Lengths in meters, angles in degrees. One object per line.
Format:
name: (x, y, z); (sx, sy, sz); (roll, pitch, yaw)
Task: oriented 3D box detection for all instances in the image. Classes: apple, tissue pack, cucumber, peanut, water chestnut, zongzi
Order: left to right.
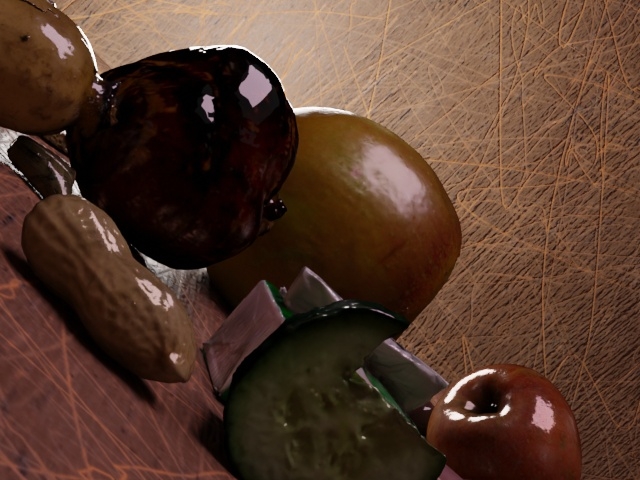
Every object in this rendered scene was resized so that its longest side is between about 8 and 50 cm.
zongzi: (-0.287, -0.064, 1.213); (0.076, 0.040, 0.083); (36, 24, -24)
peanut: (-0.165, 0.041, 0.948); (0.187, 0.082, 0.082); (46, 3, 14)
water chestnut: (-0.157, -0.094, 1.395); (0.289, 0.289, 0.244); (-130, -154, -61)
apple: (0.000, 0.000, 1.675); (0.374, 0.374, 0.384); (45, -27, 0)
cucumber: (0.007, 0.149, 1.004); (0.191, 0.191, 0.130); (45, 4, 1)
tissue pack: (0.009, 0.140, 1.209); (0.209, 0.156, 0.148); (42, 1, -18)
apple: (0.288, 0.319, 1.817); (0.253, 0.253, 0.253); (44, 3, -3)

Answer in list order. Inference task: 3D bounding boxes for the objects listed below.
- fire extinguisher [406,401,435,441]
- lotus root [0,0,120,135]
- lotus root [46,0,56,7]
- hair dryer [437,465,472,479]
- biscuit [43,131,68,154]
fire extinguisher: (0.127, 0.266, 1.979); (0.268, 0.072, 0.089); (47, -37, 42)
lotus root: (-0.335, -0.199, 1.241); (0.284, 0.146, 0.160); (30, 23, -3)
lotus root: (-0.376, -0.235, 1.391); (0.143, 0.144, 0.070); (36, 9, 16)
hair dryer: (0.117, 0.271, 1.274); (0.210, 0.125, 0.352); (31, 4, -46)
biscuit: (-0.365, -0.164, 1.546); (0.131, 0.026, 0.237); (44, 1, 30)
